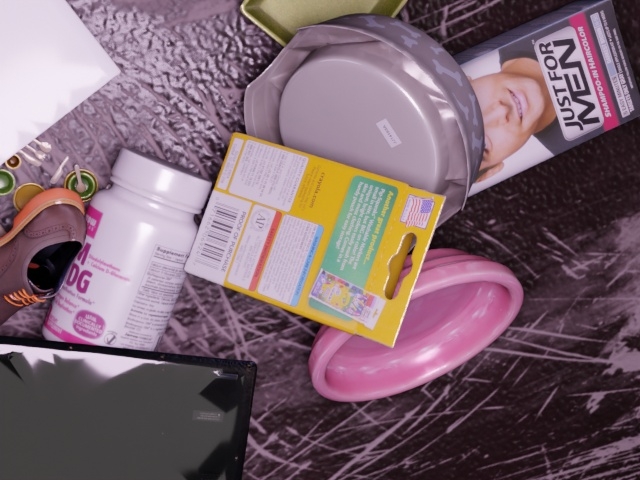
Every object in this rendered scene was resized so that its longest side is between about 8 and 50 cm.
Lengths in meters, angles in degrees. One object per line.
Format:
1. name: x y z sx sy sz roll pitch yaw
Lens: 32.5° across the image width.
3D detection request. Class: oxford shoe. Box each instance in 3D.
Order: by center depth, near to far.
1. oxford shoe: -0.407 0.051 1.472 0.096 0.098 0.271 18 124 -41

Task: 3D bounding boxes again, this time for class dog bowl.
1. dog bowl: 0.066 -0.148 1.496 0.102 0.348 0.349 -46 113 -43

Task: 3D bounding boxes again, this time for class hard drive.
1. hard drive: -0.420 -0.268 1.340 0.203 0.040 0.308 -40 106 -9

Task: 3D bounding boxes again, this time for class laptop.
1. laptop: -0.323 0.333 1.541 0.381 0.236 0.408 8 92 -17

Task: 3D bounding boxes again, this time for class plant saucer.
1. plant saucer: 0.007 -0.346 1.576 0.188 0.045 0.188 37 89 -18
2. plant saucer: 0.129 0.116 1.596 0.332 0.332 0.084 -20 61 -11

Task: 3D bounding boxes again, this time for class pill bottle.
1. pill bottle: -0.262 0.026 1.514 0.160 0.160 0.283 21 94 -17

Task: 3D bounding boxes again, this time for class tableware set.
1. tableware set: -0.379 -0.073 1.536 0.154 0.024 0.104 34 91 -18

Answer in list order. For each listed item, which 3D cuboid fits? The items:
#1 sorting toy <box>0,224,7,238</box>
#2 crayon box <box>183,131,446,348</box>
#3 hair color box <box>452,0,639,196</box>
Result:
1. sorting toy: -0.517 0.010 1.437 0.193 0.208 0.038 -25 69 -9
2. crayon box: 0.000 0.000 1.443 0.322 0.083 0.203 19 88 27
3. hair color box: 0.275 -0.203 1.639 0.374 0.113 0.185 -25 106 -8
